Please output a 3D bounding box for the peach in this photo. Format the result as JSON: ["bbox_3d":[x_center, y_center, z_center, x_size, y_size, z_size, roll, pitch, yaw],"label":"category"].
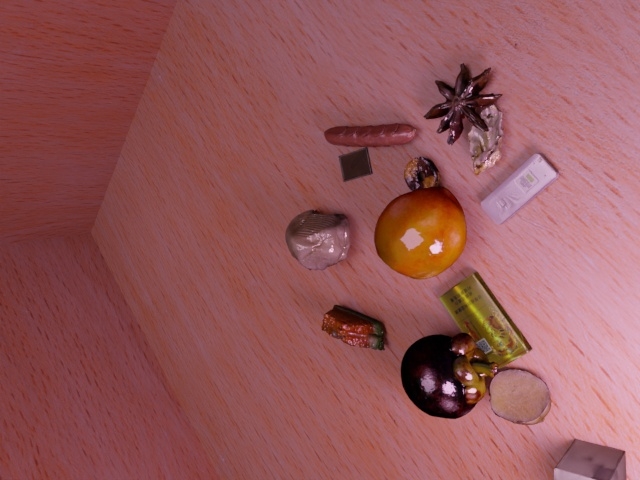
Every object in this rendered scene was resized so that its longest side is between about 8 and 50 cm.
[{"bbox_3d":[0.346,-0.031,1.742,0.308,0.308,0.332,43,114,28],"label":"peach"}]

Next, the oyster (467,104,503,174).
[{"bbox_3d":[0.545,-0.328,1.651,0.133,0.072,0.208,-18,67,49],"label":"oyster"}]

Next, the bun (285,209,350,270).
[{"bbox_3d":[-0.006,0.009,2.110,0.282,0.281,0.204,7,128,41],"label":"bun"}]

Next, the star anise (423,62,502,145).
[{"bbox_3d":[0.457,-0.442,1.677,0.288,0.088,0.288,-12,73,42],"label":"star anise"}]

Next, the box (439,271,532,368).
[{"bbox_3d":[0.562,0.282,1.765,0.173,0.043,0.311,-47,67,38],"label":"box"}]

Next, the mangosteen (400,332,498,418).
[{"bbox_3d":[0.421,0.446,1.753,0.297,0.297,0.313,33,125,33],"label":"mangosteen"}]

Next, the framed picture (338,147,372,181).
[{"bbox_3d":[0.138,-0.303,2.057,0.149,0.011,0.109,-10,92,43],"label":"framed picture"}]

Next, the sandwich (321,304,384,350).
[{"bbox_3d":[0.111,0.349,2.094,0.292,0.212,0.109,21,98,52],"label":"sandwich"}]

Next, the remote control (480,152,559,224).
[{"bbox_3d":[0.627,-0.160,1.625,0.103,0.034,0.250,55,129,20],"label":"remote control"}]

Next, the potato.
[{"bbox_3d":[0.660,0.530,1.677,0.202,0.182,0.117,6,145,49],"label":"potato"}]

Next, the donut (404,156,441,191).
[{"bbox_3d":[0.369,-0.230,1.829,0.141,0.059,0.140,10,105,40],"label":"donut"}]

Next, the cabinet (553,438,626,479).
[{"bbox_3d":[0.803,0.717,1.519,0.145,0.206,0.150,0,98,42],"label":"cabinet"}]

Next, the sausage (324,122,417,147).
[{"bbox_3d":[0.183,-0.399,1.952,0.433,0.088,0.087,8,104,42],"label":"sausage"}]
